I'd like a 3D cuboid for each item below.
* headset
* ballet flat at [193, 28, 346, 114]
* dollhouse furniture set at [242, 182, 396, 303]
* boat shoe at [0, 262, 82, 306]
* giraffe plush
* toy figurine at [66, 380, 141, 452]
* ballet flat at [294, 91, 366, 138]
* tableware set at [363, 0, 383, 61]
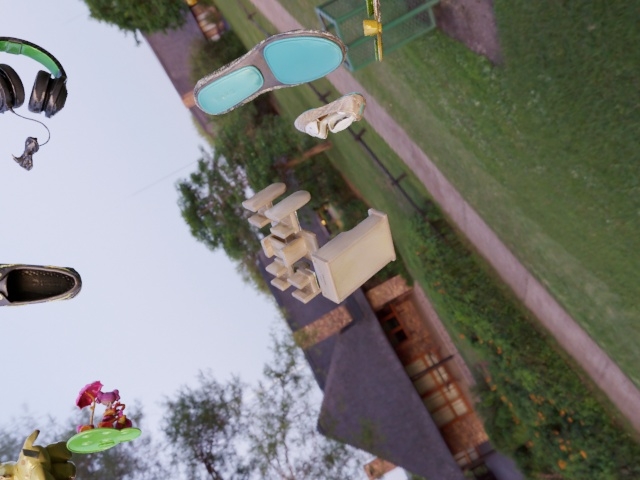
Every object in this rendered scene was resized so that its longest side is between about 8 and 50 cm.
[{"bbox_3d":[-0.837,-0.395,1.615,0.185,0.244,0.394,-48,56,41],"label":"headset"},{"bbox_3d":[-0.155,-0.522,1.702,0.182,0.483,0.164,-87,-27,-48],"label":"ballet flat"},{"bbox_3d":[0.000,0.000,1.134,0.242,0.161,0.212,24,141,44],"label":"dollhouse furniture set"},{"bbox_3d":[-0.535,0.075,0.996,0.069,0.228,0.081,159,107,-66],"label":"boat shoe"},{"bbox_3d":[-0.781,0.624,1.526,0.210,0.171,0.181,59,-174,-41],"label":"giraffe plush"},{"bbox_3d":[-0.550,0.429,1.458,0.130,0.173,0.159,111,147,-46],"label":"toy figurine"},{"bbox_3d":[0.015,-0.272,1.313,0.073,0.206,0.067,20,-116,-40],"label":"ballet flat"},{"bbox_3d":[0.080,-0.327,0.885,0.154,0.024,0.103,-56,-38,-75],"label":"tableware set"}]
